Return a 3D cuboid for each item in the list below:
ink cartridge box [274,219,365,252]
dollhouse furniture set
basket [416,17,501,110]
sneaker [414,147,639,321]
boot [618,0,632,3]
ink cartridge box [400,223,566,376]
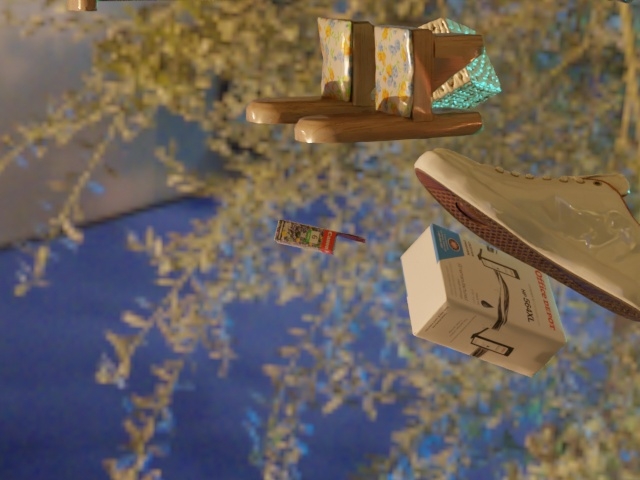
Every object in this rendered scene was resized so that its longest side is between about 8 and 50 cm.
[{"bbox_3d":[0.000,0.000,1.997,0.115,0.029,0.063,13,176,3],"label":"ink cartridge box"},{"bbox_3d":[-0.055,-0.280,1.297,0.257,0.362,0.394,-4,-169,-19],"label":"dollhouse furniture set"},{"bbox_3d":[0.169,-0.236,2.120,0.103,0.113,0.167,-26,170,20],"label":"basket"},{"bbox_3d":[0.239,-0.036,1.589,0.290,0.123,0.106,30,172,-3],"label":"sneaker"},{"bbox_3d":[0.191,-0.391,1.482,0.260,0.348,0.131,20,-119,33],"label":"boot"},{"bbox_3d":[0.221,0.082,2.091,0.203,0.086,0.148,20,-141,-25],"label":"ink cartridge box"}]
